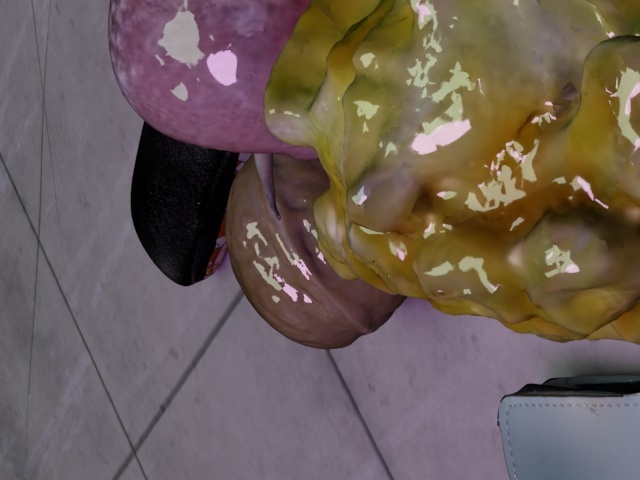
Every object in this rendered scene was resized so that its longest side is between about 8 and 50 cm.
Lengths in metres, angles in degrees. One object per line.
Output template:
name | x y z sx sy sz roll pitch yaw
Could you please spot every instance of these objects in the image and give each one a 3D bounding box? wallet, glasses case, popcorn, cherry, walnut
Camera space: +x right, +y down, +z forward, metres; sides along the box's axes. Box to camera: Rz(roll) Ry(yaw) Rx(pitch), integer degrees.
wallet | 0.207 0.210 1.112 0.176 0.075 0.250 -7 98 57
glasses case | -0.115 -0.057 1.526 0.103 0.067 0.266 49 148 18
popcorn | 0.119 -0.082 0.895 0.335 0.274 0.279 -139 49 -60
cherry | -0.026 -0.151 1.150 0.213 0.236 0.285 16 112 26
walnut | -0.001 0.000 1.299 0.162 0.140 0.140 67 152 26
